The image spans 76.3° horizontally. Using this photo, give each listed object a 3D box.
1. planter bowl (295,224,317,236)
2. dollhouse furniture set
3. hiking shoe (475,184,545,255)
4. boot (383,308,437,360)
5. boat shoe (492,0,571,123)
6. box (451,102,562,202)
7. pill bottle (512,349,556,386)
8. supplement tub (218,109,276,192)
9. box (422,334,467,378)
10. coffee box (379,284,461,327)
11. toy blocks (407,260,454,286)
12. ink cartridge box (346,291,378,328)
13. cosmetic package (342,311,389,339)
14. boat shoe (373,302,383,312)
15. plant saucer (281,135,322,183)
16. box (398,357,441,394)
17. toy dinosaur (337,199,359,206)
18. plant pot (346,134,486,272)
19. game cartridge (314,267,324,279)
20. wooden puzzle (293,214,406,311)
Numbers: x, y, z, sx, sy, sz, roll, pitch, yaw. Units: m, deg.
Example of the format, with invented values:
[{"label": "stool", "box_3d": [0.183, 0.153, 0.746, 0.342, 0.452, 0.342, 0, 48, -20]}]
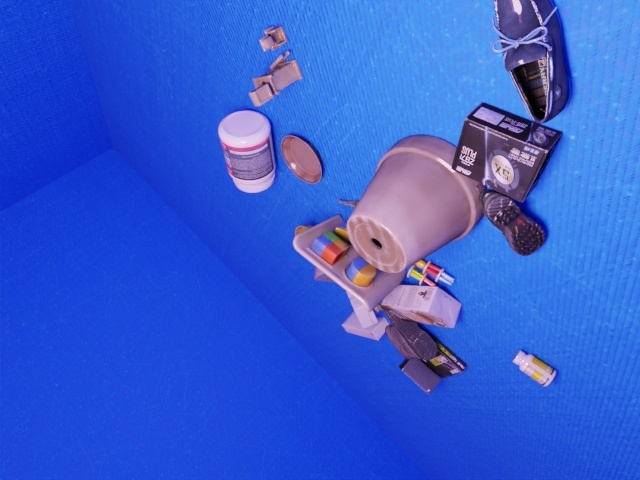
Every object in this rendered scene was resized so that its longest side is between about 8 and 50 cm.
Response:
[{"label": "planter bowl", "box_3d": [0.000, 0.000, 1.729, 0.217, 0.090, 0.217, 34, 151, 22]}, {"label": "dollhouse furniture set", "box_3d": [-0.173, -0.506, 1.187, 0.101, 0.182, 0.160, 15, 140, 47]}, {"label": "hiking shoe", "box_3d": [0.466, -0.054, 0.999, 0.227, 0.086, 0.114, 41, -158, -29]}, {"label": "boot", "box_3d": [0.320, 0.357, 1.695, 0.338, 0.118, 0.223, 61, 159, 4]}, {"label": "boat shoe", "box_3d": [0.378, -0.332, 0.720, 0.258, 0.089, 0.109, 54, 153, -14]}, {"label": "box", "box_3d": [0.398, -0.193, 0.894, 0.180, 0.077, 0.147, 34, 151, 25]}, {"label": "pill bottle", "box_3d": [0.684, 0.406, 1.308, 0.116, 0.065, 0.065, 35, 151, 23]}, {"label": "supplement tub", "box_3d": [-0.272, -0.336, 1.557, 0.191, 0.191, 0.272, 34, 151, 24]}, {"label": "box", "box_3d": [0.497, 0.496, 1.729, 0.184, 0.045, 0.190, 45, 154, 11]}, {"label": "coffee box", "box_3d": [0.356, 0.232, 1.470, 0.141, 0.098, 0.247, 34, 160, -25]}, {"label": "toy blocks", "box_3d": [0.375, 0.122, 1.385, 0.148, 0.054, 0.123, 33, 150, 25]}, {"label": "ink cartridge box", "box_3d": [0.176, 0.279, 1.781, 0.175, 0.073, 0.127, -111, -4, -60]}, {"label": "cosmetic package", "box_3d": [0.216, 0.410, 1.967, 0.060, 0.099, 0.239, 54, 153, -19]}, {"label": "boat shoe", "box_3d": [0.239, 0.226, 1.709, 0.074, 0.080, 0.223, -13, 136, 10]}, {"label": "plant saucer", "box_3d": [-0.061, -0.298, 1.472, 0.199, 0.036, 0.198, 35, 152, 22]}, {"label": "box", "box_3d": [0.445, 0.595, 1.834, 0.156, 0.093, 0.158, 40, 176, 12]}, {"label": "toy dinosaur", "box_3d": [0.165, -0.095, 1.398, 0.268, 0.064, 0.118, 8, 129, 57]}, {"label": "plant pot", "box_3d": [0.227, -0.071, 1.091, 0.323, 0.280, 0.323, 36, 153, 22]}, {"label": "game cartridge", "box_3d": [0.094, 0.126, 1.679, 0.198, 0.062, 0.297, 13, 162, -21]}, {"label": "wooden puzzle", "box_3d": [0.121, 0.048, 1.414, 0.348, 0.322, 0.080, 42, 125, 14]}]
